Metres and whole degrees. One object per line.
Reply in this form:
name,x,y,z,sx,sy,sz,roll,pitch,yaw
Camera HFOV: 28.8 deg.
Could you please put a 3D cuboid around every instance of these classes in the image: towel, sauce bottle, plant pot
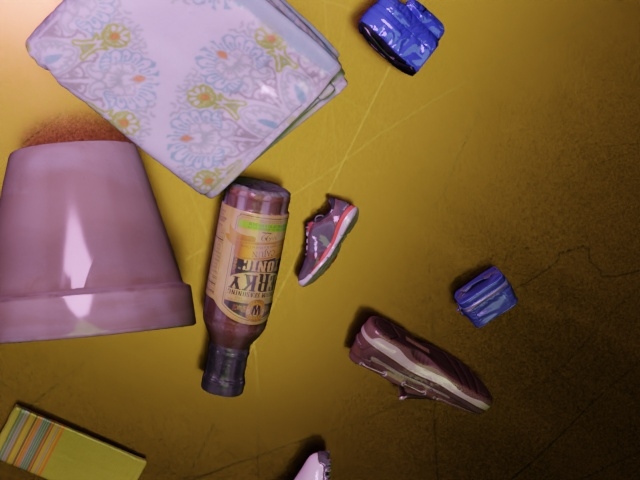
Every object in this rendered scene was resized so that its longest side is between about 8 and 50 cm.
towel,-0.413,0.356,2.049,0.237,0.021,0.102,26,104,-14
sauce bottle,-0.126,0.077,1.980,0.111,0.111,0.345,7,103,-10
plant pot,-0.357,0.003,1.851,0.323,0.323,0.281,-5,87,-7
towel,-0.190,-0.262,1.810,0.374,0.090,0.320,40,117,-22

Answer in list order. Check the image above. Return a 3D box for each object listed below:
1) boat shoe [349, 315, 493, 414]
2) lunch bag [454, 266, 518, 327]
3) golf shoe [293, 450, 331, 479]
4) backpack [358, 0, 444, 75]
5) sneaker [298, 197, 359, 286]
boat shoe,0.162,0.225,2.077,0.257,0.095,0.095,33,110,-8
lunch bag,0.269,0.092,2.064,0.098,0.067,0.065,-34,105,2
golf shoe,-0.067,0.467,2.086,0.120,0.105,0.273,24,98,-6
backpack,0.124,-0.325,1.932,0.120,0.098,0.101,38,86,-2
sneaker,0.000,0.000,2.018,0.065,0.061,0.158,34,96,13
